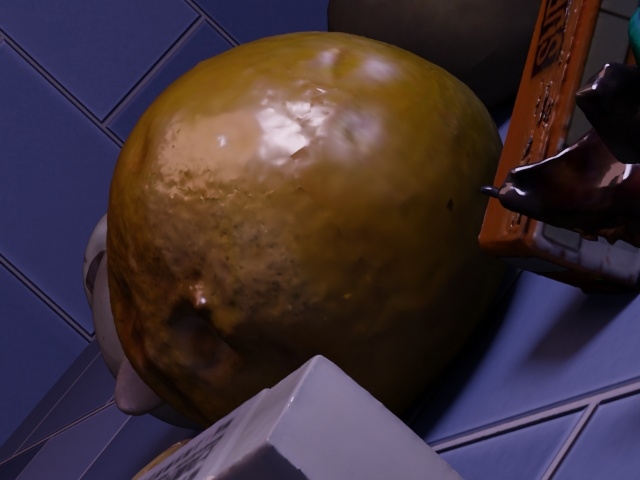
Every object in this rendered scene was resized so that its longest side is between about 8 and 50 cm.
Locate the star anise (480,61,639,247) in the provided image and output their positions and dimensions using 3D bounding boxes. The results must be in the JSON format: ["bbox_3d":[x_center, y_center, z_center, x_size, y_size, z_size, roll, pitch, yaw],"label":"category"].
[{"bbox_3d":[0.204,-0.032,0.717,0.272,0.102,0.272,-16,-13,-4],"label":"star anise"}]

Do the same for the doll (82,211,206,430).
[{"bbox_3d":[-0.099,0.047,1.516,0.215,0.226,0.370,-3,-2,-9],"label":"doll"}]

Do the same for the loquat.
[{"bbox_3d":[0.000,0.000,1.146,0.284,0.276,0.276,-21,-11,-41],"label":"loquat"}]

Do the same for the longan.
[{"bbox_3d":[0.127,-0.217,1.656,0.246,0.215,0.246,-10,37,7],"label":"longan"}]

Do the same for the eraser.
[{"bbox_3d":[-0.046,0.175,0.951,0.279,0.124,0.081,-38,13,44],"label":"eraser"}]

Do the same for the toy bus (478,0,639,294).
[{"bbox_3d":[0.192,-0.173,1.002,0.093,0.092,0.409,167,119,-75],"label":"toy bus"}]

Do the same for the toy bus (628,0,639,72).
[{"bbox_3d":[0.254,-0.095,0.488,0.343,0.199,0.183,-43,8,13],"label":"toy bus"}]

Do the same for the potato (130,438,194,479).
[{"bbox_3d":[-0.121,0.212,1.299,0.170,0.080,0.107,-45,16,33],"label":"potato"}]
